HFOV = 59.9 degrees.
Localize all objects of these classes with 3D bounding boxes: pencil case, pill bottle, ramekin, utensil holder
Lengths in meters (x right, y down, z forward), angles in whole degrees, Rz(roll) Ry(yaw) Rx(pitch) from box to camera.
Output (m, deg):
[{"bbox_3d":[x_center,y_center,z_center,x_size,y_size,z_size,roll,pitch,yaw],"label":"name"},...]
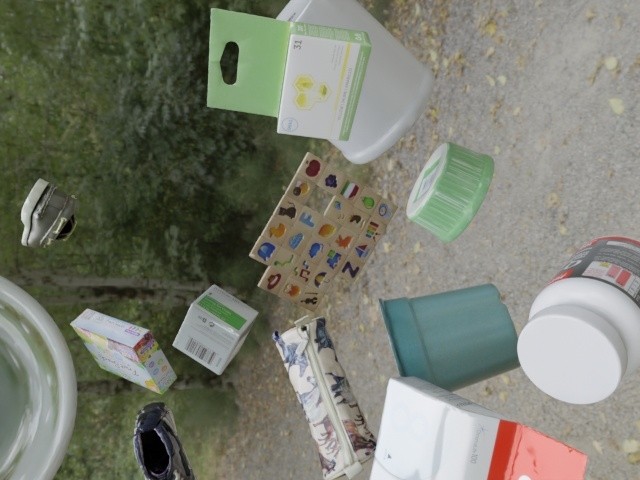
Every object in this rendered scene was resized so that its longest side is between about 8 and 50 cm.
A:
[{"bbox_3d":[0.015,0.401,1.434,0.183,0.159,0.411,57,-171,-68],"label":"pencil case"},{"bbox_3d":[0.531,0.142,1.068,0.210,0.362,0.210,19,121,35],"label":"pill bottle"},{"bbox_3d":[0.393,-0.159,1.734,0.304,0.148,0.303,-64,6,11],"label":"ramekin"},{"bbox_3d":[0.050,-0.445,1.457,0.327,0.385,0.328,-41,26,26],"label":"utensil holder"}]

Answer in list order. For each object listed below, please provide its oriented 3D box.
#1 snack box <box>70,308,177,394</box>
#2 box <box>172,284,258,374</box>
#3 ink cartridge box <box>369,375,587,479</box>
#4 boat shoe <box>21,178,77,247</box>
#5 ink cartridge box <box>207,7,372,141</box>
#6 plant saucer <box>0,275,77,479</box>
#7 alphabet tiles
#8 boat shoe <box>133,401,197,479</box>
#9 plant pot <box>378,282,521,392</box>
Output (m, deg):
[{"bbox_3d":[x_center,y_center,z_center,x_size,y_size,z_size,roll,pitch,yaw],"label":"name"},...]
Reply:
[{"bbox_3d":[-0.283,0.158,0.798,0.141,0.037,0.100,10,134,33],"label":"snack box"},{"bbox_3d":[-0.182,0.155,0.974,0.102,0.101,0.087,-60,-4,24],"label":"box"},{"bbox_3d":[0.267,0.469,1.050,0.385,0.091,0.308,15,95,48],"label":"ink cartridge box"},{"bbox_3d":[-0.596,-0.039,1.232,0.305,0.091,0.109,-34,36,60],"label":"boat shoe"},{"bbox_3d":[-0.055,-0.249,0.856,0.056,0.234,0.171,-96,15,-45],"label":"ink cartridge box"},{"bbox_3d":[-0.526,0.217,0.694,0.100,0.400,0.401,-37,54,50],"label":"plant saucer"},{"bbox_3d":[0.000,0.000,0.950,0.237,0.198,0.009,-60,26,5],"label":"alphabet tiles"},{"bbox_3d":[-0.373,0.575,1.335,0.158,0.127,0.341,-176,67,-80],"label":"boat shoe"},{"bbox_3d":[0.374,0.287,1.605,0.341,0.333,0.341,-16,-90,-84],"label":"plant pot"}]
